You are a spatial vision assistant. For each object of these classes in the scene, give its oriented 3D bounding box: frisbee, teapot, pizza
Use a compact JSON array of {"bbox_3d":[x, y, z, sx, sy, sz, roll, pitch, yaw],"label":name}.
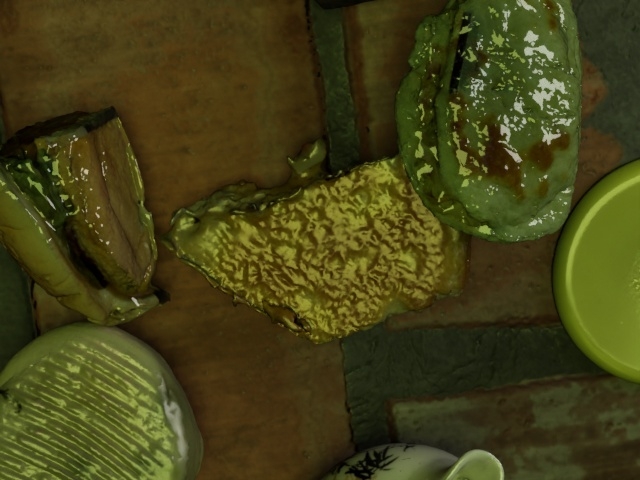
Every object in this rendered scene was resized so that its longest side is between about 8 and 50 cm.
[{"bbox_3d":[0.343,0.031,1.251,0.235,0.017,0.236,0,101,0],"label":"frisbee"},{"bbox_3d":[0.072,0.320,1.240,0.208,0.166,0.300,28,90,-18],"label":"teapot"},{"bbox_3d":[0.000,0.000,1.212,0.296,0.071,0.189,-14,102,3],"label":"pizza"}]

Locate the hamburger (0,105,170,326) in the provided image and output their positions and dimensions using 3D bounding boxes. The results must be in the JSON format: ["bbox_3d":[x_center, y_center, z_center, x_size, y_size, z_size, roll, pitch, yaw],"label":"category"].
[{"bbox_3d":[-0.236,-0.004,1.174,0.135,0.155,0.208,-9,111,21],"label":"hamburger"}]

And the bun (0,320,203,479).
[{"bbox_3d":[-0.219,0.199,1.227,0.209,0.116,0.237,19,86,-2],"label":"bun"}]

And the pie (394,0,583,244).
[{"bbox_3d":[0.163,-0.120,1.139,0.201,0.090,0.248,5,87,-29],"label":"pie"}]

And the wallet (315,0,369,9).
[{"bbox_3d":[0.087,-0.315,1.164,0.229,0.049,0.182,-12,101,3],"label":"wallet"}]
